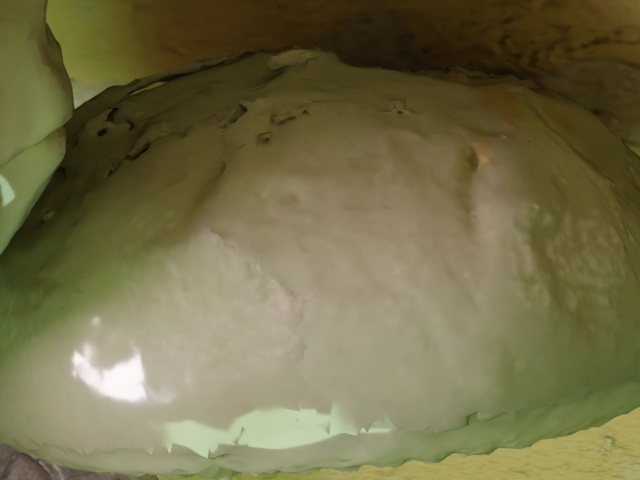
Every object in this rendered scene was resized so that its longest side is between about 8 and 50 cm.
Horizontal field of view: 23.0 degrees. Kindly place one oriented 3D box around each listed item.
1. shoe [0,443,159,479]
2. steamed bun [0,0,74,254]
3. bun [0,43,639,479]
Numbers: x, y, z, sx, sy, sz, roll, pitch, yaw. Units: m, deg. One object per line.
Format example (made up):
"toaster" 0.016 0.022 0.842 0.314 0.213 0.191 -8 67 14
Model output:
"shoe" -0.209 0.189 1.070 0.342 0.132 0.210 -6 152 35
"steamed bun" -0.213 -0.051 0.463 0.320 0.275 0.206 -28 161 -12
"bun" 0.000 0.000 0.571 0.287 0.146 0.287 -7 -176 0
